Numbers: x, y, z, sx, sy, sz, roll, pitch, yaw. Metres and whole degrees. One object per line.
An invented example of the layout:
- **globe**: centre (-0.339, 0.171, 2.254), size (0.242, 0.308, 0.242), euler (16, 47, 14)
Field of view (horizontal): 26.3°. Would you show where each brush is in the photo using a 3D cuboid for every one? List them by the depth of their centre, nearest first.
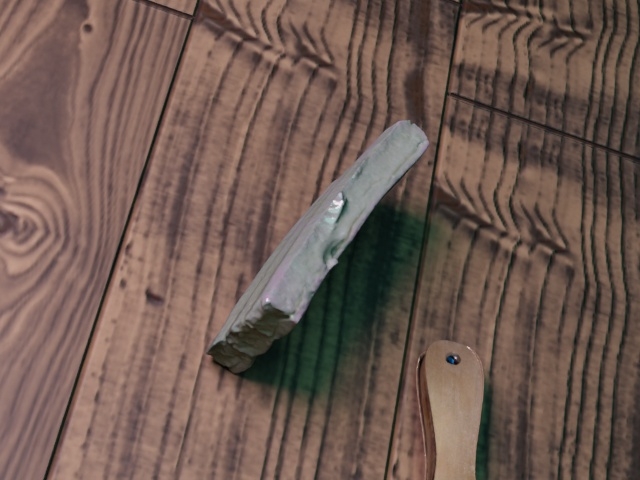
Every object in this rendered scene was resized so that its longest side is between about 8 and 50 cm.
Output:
- **brush**: centre (0.094, 0.215, 1.037), size (0.070, 0.065, 0.327), euler (11, 45, -6)

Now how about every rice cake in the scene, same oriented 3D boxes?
- **rice cake**: centre (0.000, 0.000, 1.095), size (0.043, 0.127, 0.237), euler (41, 50, -6)
